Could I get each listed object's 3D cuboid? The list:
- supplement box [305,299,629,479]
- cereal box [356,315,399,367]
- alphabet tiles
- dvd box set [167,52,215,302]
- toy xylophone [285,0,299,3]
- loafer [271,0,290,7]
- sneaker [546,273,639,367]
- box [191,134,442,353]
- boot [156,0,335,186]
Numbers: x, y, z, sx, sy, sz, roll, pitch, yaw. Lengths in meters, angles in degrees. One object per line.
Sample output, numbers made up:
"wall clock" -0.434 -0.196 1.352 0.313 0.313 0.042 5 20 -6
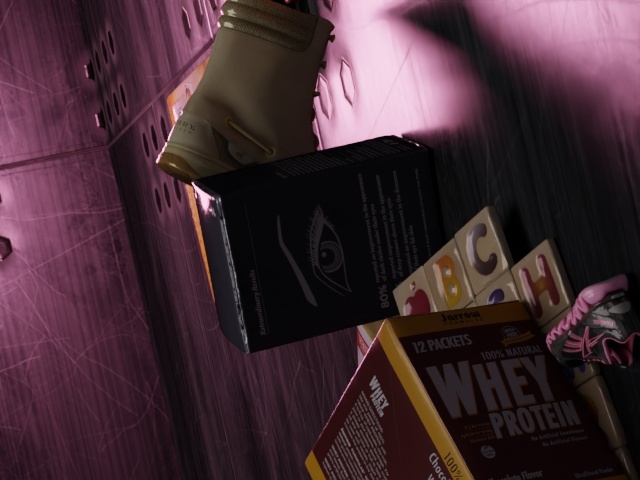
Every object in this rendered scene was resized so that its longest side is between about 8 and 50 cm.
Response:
"supplement box" 0.109 0.184 1.386 0.191 0.129 0.194 62 143 33
"cereal box" 0.088 0.213 1.819 0.173 0.047 0.240 -123 25 -53
"alphabet tiles" 0.150 0.161 1.453 0.285 0.011 0.343 -46 56 54
"dvd box set" -0.104 -0.076 2.288 0.420 0.062 0.308 158 99 -75
"toy xylophone" -0.002 -0.351 1.623 0.322 0.081 0.236 178 81 -75
"loafer" -0.065 -0.277 1.962 0.078 0.080 0.220 5 112 65
"sneaker" 0.201 0.073 1.286 0.057 0.047 0.119 59 160 19
"box" 0.000 0.000 1.653 0.108 0.207 0.153 -148 47 -70
"boot" -0.019 -0.118 1.760 0.095 0.262 0.203 11 80 57
